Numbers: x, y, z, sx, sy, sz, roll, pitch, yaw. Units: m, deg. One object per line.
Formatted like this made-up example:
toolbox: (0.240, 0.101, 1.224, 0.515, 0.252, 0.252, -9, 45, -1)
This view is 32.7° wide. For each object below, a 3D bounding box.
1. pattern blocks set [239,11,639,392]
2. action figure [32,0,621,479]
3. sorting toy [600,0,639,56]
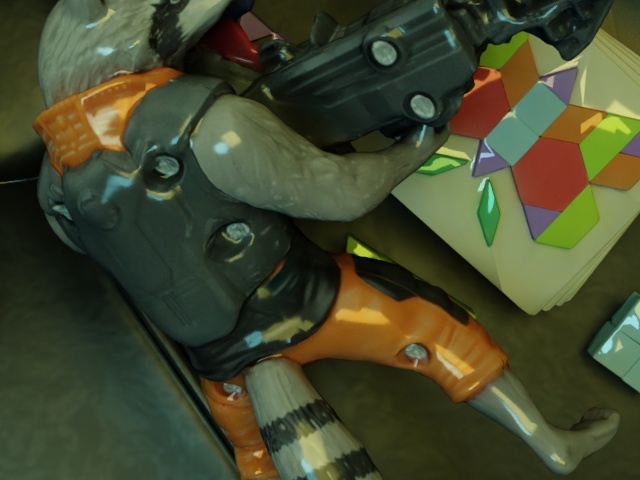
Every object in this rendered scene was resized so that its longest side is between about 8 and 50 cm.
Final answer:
pattern blocks set: (0.108, -0.064, 0.604, 0.325, 0.026, 0.285, 26, 103, -6)
action figure: (0.000, 0.000, 0.505, 0.341, 0.178, 0.330, -30, 102, 36)
sorting toy: (0.217, -0.186, 0.651, 0.348, 0.047, 0.196, -20, 111, -8)
